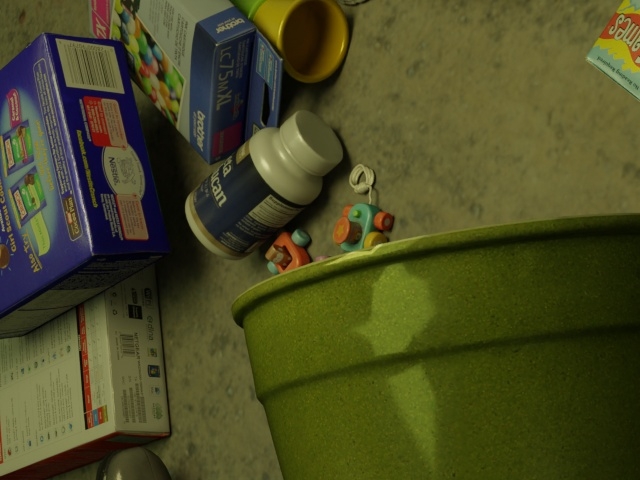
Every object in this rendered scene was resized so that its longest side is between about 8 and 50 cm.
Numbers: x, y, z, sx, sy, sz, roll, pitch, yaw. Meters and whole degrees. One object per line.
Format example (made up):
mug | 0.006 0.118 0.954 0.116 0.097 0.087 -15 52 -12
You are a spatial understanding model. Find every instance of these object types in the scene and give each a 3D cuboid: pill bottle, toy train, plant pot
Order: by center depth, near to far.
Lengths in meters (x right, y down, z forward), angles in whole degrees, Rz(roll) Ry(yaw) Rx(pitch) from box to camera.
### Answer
plant pot | 0.137 0.198 0.893 0.366 0.366 0.353 -19 74 42
toy train | 0.000 0.000 1.284 0.166 0.046 0.125 -47 53 30
pill bottle | -0.058 -0.061 1.318 0.169 0.094 0.094 -40 56 29

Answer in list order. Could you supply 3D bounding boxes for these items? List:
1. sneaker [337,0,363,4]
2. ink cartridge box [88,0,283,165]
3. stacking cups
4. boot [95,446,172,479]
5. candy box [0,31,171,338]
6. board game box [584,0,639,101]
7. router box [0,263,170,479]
sneaker | -0.004 -0.289 1.322 0.166 0.076 0.065 3 85 46
ink cartridge box | -0.157 -0.219 1.376 0.311 0.065 0.186 45 148 25
stacking cups | -0.098 -0.244 1.415 0.316 0.096 0.096 20 97 51
boot | -0.102 0.346 1.290 0.223 0.118 0.338 -32 71 34
candy box | -0.337 -0.052 1.451 0.317 0.122 0.268 -26 72 39
board game box | 0.349 -0.197 0.894 0.142 0.144 0.275 49 116 40
router box | -0.327 0.114 1.570 0.301 0.082 0.335 -24 65 41
